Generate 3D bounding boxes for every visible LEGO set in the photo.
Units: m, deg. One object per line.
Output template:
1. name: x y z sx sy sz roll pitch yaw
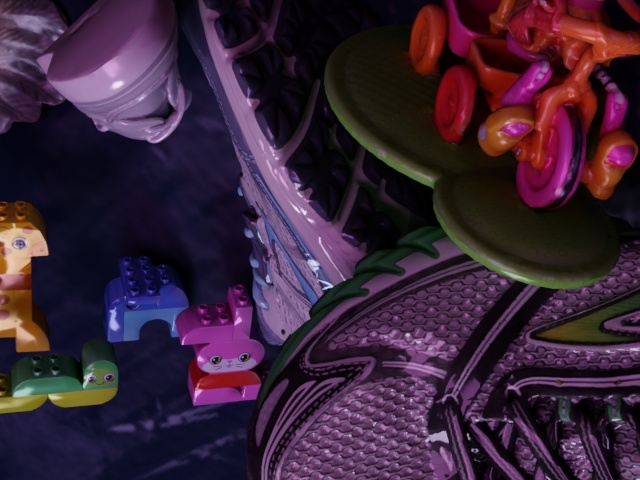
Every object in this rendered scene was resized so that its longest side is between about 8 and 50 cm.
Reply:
1. LEGO set: -0.140 0.033 0.652 0.227 0.087 0.093 -4 127 -17

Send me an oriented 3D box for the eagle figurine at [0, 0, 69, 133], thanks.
1. eagle figurine: -0.310 -0.117 0.630 0.298 0.225 0.226 32 116 20

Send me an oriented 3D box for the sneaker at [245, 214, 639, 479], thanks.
1. sneaker: 0.130 0.057 0.451 0.343 0.146 0.134 -14 112 14

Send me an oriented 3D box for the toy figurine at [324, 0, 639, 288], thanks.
1. toy figurine: 0.085 -0.097 0.434 0.130 0.173 0.159 6 128 -15

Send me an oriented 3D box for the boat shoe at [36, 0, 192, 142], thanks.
1. boat shoe: -0.091 -0.075 0.563 0.063 0.066 0.184 46 168 -19

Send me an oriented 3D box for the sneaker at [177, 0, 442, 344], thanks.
1. sneaker: 0.000 0.000 0.583 0.122 0.110 0.283 -18 109 40
